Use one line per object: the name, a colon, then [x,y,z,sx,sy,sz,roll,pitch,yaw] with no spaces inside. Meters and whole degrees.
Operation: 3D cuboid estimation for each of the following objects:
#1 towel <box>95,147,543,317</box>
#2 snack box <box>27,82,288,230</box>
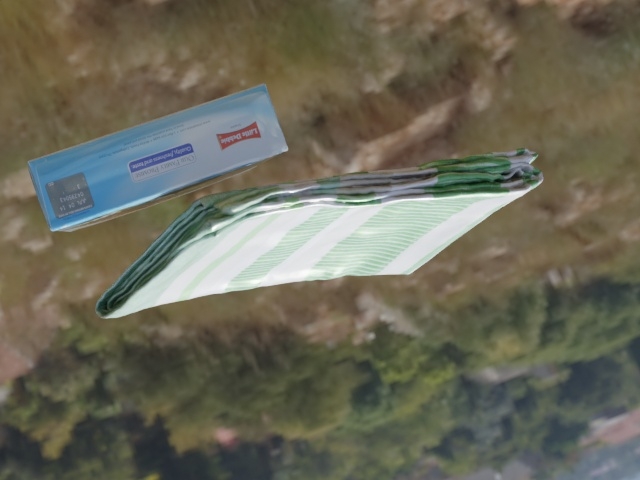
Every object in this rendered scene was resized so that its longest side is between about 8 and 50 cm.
towel: [0.000,0.000,1.198,0.325,0.038,0.248,-9,164,-32]
snack box: [-0.140,-0.062,1.190,0.187,0.060,0.322,-19,-177,-7]
